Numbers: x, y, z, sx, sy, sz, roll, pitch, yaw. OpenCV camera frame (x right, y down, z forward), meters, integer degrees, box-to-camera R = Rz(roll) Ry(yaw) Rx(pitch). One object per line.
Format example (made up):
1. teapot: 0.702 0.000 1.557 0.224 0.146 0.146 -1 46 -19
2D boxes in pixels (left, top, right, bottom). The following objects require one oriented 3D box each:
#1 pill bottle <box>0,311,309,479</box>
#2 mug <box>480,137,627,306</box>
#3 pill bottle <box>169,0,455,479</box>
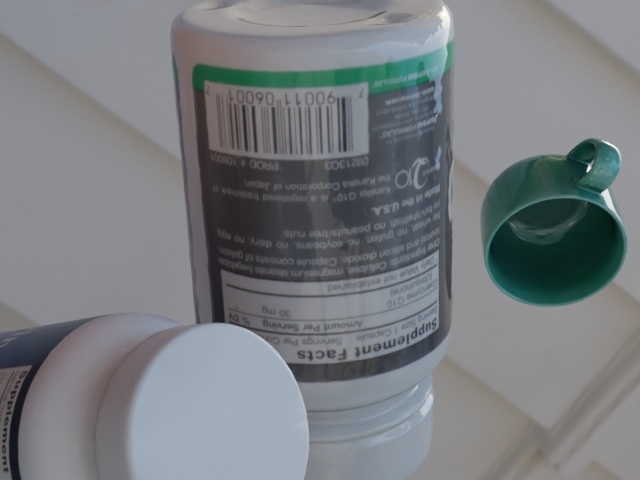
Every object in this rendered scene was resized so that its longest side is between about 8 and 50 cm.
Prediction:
1. pill bottle: -0.141 0.124 0.681 0.264 0.153 0.153 -11 -137 44
2. mug: 0.227 -0.023 1.044 0.157 0.129 0.097 -29 -150 21
3. pill bottle: 0.000 0.000 0.850 0.204 0.204 0.361 -93 -179 -66
